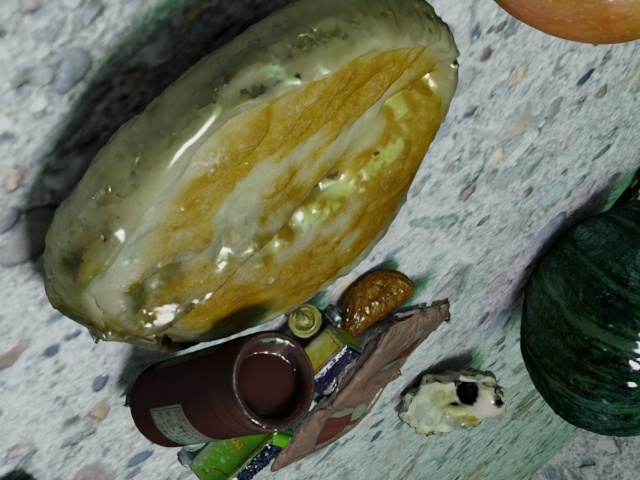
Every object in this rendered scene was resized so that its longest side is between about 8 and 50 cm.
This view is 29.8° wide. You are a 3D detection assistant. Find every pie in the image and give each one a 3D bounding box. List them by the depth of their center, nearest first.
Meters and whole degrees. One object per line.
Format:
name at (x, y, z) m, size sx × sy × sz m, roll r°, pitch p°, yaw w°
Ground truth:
pie at (-0.037, -0.038, 0.787) m, size 0.339 × 0.077 × 0.339 m, roll -34°, pitch 156°, yaw -17°

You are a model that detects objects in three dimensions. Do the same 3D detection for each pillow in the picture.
pillow at (0.038, 0.146, 1.258) m, size 0.135 × 0.049 × 0.248 m, roll -14°, pitch 150°, yaw -48°

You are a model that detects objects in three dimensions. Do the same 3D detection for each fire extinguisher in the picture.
fire extinguisher at (-0.082, 0.125, 0.917) m, size 0.099 × 0.071 × 0.231 m, roll 23°, pitch 156°, yaw -26°

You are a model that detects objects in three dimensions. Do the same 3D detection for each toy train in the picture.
toy train at (-0.045, 0.143, 1.085) m, size 0.202 × 0.081 × 0.060 m, roll -45°, pitch 157°, yaw 5°

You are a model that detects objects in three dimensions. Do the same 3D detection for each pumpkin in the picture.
pumpkin at (0.351, 0.106, 1.466) m, size 0.197 × 0.263 × 0.293 m, roll -19°, pitch 135°, yaw -26°

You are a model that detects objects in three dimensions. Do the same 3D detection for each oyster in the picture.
oyster at (0.177, 0.200, 1.584) m, size 0.209 × 0.072 × 0.133 m, roll 7°, pitch 136°, yaw -37°

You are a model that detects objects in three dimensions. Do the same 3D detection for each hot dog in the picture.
hot dog at (0.050, 0.058, 1.149) m, size 0.083 × 0.035 × 0.058 m, roll -32°, pitch 155°, yaw -23°

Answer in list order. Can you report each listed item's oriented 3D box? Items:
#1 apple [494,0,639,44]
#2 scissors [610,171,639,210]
apple at (0.174, -0.214, 0.709) m, size 0.201 × 0.162 × 0.201 m, roll -33°, pitch 156°, yaw -17°
scissors at (0.401, -0.060, 1.543) m, size 0.088 × 0.017 × 0.220 m, roll -19°, pitch 148°, yaw -45°
